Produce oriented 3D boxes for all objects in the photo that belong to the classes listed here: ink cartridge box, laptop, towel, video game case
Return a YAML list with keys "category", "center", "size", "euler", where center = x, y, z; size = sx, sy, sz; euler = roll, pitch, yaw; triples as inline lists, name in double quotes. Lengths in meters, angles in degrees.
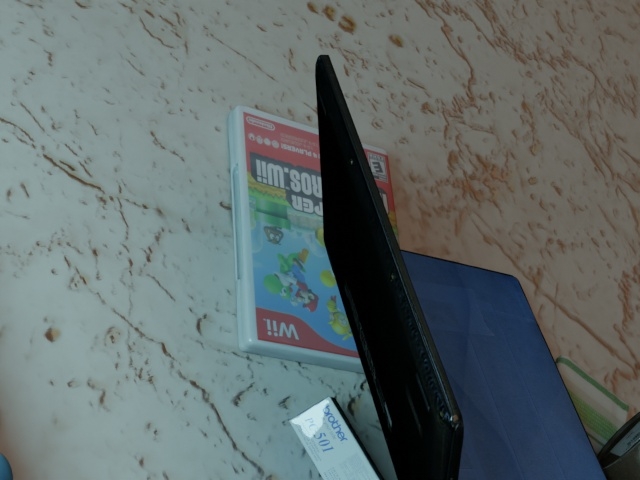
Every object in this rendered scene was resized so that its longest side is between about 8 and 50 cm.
- category: "ink cartridge box"
  center: [0.046, 0.241, 0.979]
  size: [0.046, 0.097, 0.207]
  euler: [-31, 82, -2]
- category: "laptop"
  center: [0.155, 0.083, 0.990]
  size: [0.236, 0.408, 0.382]
  euler: [-12, 52, -7]
- category: "towel"
  center: [0.296, 0.218, 1.241]
  size: [0.113, 0.023, 0.152]
  euler: [38, 49, -9]
- category: "video game case"
  center: [0.000, 0.000, 1.152]
  size: [0.204, 0.025, 0.285]
  euler: [14, 55, -30]

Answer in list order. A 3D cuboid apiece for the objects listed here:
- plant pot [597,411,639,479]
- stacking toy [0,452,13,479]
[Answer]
- category: "plant pot"
  center: [0.414, 0.291, 1.160]
  size: [0.230, 0.215, 0.215]
  euler: [46, 45, 5]
- category: "stacking toy"
  center: [-0.300, 0.109, 0.786]
  size: [0.141, 0.141, 0.330]
  euler: [2, 58, -36]
